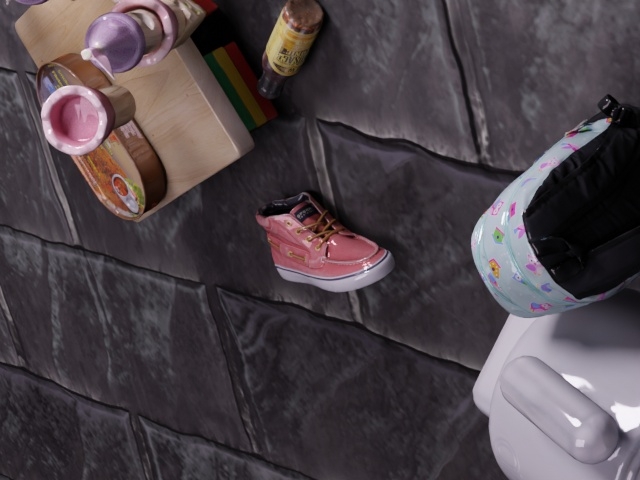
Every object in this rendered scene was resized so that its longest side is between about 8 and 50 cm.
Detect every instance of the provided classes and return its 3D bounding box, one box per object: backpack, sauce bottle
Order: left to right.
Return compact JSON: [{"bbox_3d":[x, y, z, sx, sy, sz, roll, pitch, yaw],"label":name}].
[{"bbox_3d":[-0.032,-0.184,1.762,0.042,0.042,0.128,47,147,14],"label":"sauce bottle"},{"bbox_3d":[0.213,-0.011,1.469,0.152,0.182,0.115,54,146,2],"label":"backpack"}]

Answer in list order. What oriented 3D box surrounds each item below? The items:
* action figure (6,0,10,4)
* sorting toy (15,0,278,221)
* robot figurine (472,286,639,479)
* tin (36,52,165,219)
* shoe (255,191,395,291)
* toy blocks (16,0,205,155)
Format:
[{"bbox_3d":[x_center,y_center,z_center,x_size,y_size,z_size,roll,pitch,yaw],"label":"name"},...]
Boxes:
[{"bbox_3d":[-0.390,-0.273,1.921,0.141,0.275,0.164,56,147,1],"label":"action figure"},{"bbox_3d":[-0.177,-0.178,1.903,0.255,0.089,0.257,58,147,-3],"label":"sorting toy"},{"bbox_3d":[0.278,0.165,1.485,0.353,0.300,0.200,34,104,51],"label":"robot figurine"},{"bbox_3d":[-0.231,-0.110,1.914,0.190,0.040,0.106,58,151,-1],"label":"tin"},{"bbox_3d":[0.000,0.000,1.852,0.178,0.063,0.081,5,127,55],"label":"shoe"},{"bbox_3d":[-0.235,-0.270,1.641,0.288,0.260,0.309,43,107,3],"label":"toy blocks"}]
